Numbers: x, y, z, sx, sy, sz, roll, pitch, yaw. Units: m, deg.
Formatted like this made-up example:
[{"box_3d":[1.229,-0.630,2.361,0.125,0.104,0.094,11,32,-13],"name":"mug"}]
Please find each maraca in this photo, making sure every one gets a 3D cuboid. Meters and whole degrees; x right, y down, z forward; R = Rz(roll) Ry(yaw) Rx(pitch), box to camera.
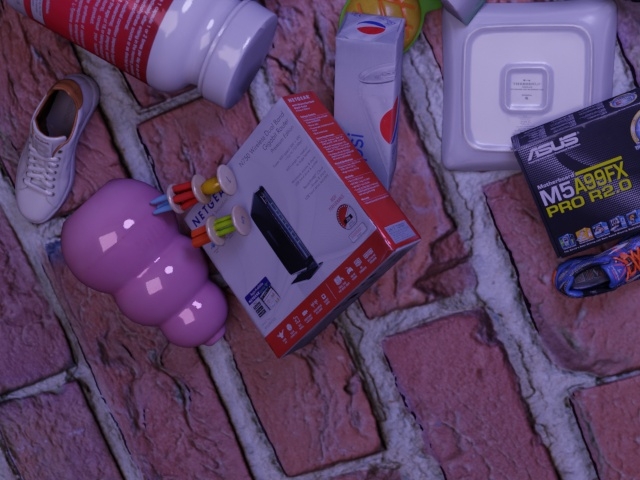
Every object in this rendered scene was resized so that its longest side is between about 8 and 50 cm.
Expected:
[{"box_3d":[0.112,-0.367,1.621,0.185,0.099,0.127,-45,103,5],"name":"maraca"}]

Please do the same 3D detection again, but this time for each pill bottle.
[{"box_3d":[-0.285,-0.385,1.629,0.407,0.229,0.229,30,107,4],"name":"pill bottle"}]

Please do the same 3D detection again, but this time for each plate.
[{"box_3d":[0.333,-0.246,1.631,0.277,0.045,0.278,1,103,11],"name":"plate"}]

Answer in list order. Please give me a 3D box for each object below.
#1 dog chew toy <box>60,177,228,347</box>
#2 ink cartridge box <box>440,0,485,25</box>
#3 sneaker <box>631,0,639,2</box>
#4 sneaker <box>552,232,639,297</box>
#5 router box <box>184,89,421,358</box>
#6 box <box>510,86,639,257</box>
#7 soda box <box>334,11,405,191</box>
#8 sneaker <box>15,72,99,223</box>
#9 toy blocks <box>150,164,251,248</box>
[{"box_3d":[-0.290,0.053,1.752,0.206,0.206,0.332,-39,100,17],"name":"dog chew toy"},{"box_3d":[0.236,-0.435,1.501,0.056,0.224,0.181,40,98,15],"name":"ink cartridge box"},{"box_3d":[0.455,-0.434,1.531,0.282,0.110,0.122,14,100,7],"name":"sneaker"},{"box_3d":[0.487,0.045,1.643,0.221,0.087,0.083,-28,96,16],"name":"sneaker"},{"box_3d":[-0.041,-0.019,1.640,0.301,0.082,0.335,54,130,13],"name":"router box"},{"box_3d":[0.465,-0.112,1.595,0.270,0.060,0.216,-20,116,15],"name":"box"},{"box_3d":[0.076,-0.213,1.609,0.098,0.091,0.286,9,130,9],"name":"soda box"},{"box_3d":[-0.488,-0.157,1.779,0.105,0.123,0.290,23,107,4],"name":"sneaker"},{"box_3d":[-0.199,-0.043,1.644,0.148,0.054,0.123,-19,91,24],"name":"toy blocks"}]
